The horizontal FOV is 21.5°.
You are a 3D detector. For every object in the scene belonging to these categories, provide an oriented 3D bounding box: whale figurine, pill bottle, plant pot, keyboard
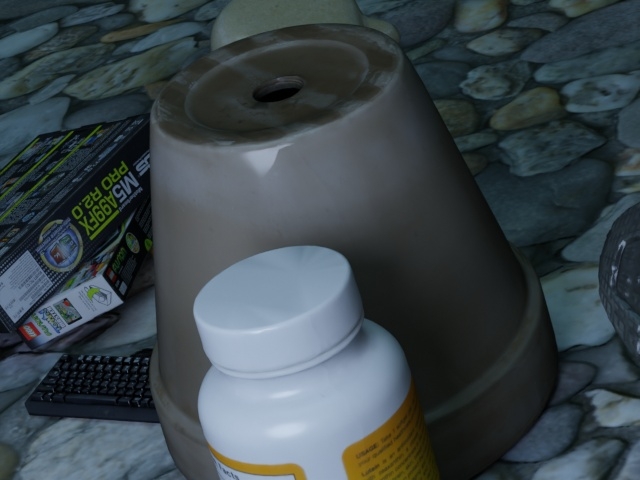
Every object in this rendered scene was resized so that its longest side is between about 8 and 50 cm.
[{"bbox_3d":[-0.004,-0.166,1.826,0.216,0.141,0.272,-28,53,-21],"label":"whale figurine"},{"bbox_3d":[0.001,0.132,1.076,0.136,0.246,0.136,-13,27,7],"label":"pill bottle"},{"bbox_3d":[0.000,0.000,1.271,0.323,0.280,0.323,-11,30,7],"label":"plant pot"},{"bbox_3d":[-0.159,0.117,1.452,0.180,0.023,0.108,1,31,30],"label":"keyboard"}]

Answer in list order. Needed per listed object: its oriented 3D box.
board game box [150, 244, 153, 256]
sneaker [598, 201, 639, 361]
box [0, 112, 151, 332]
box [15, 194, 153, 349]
[{"bbox_3d":[-0.029,-0.019,1.624,0.259,0.039,0.124,-2,32,33],"label":"board game box"},{"bbox_3d":[0.378,0.069,1.062,0.410,0.158,0.182,15,0,17],"label":"sneaker"},{"bbox_3d":[-0.287,-0.015,1.648,0.216,0.060,0.270,-7,34,47],"label":"box"},{"bbox_3d":[-0.217,0.017,1.626,0.114,0.036,0.207,-27,22,22],"label":"box"}]
